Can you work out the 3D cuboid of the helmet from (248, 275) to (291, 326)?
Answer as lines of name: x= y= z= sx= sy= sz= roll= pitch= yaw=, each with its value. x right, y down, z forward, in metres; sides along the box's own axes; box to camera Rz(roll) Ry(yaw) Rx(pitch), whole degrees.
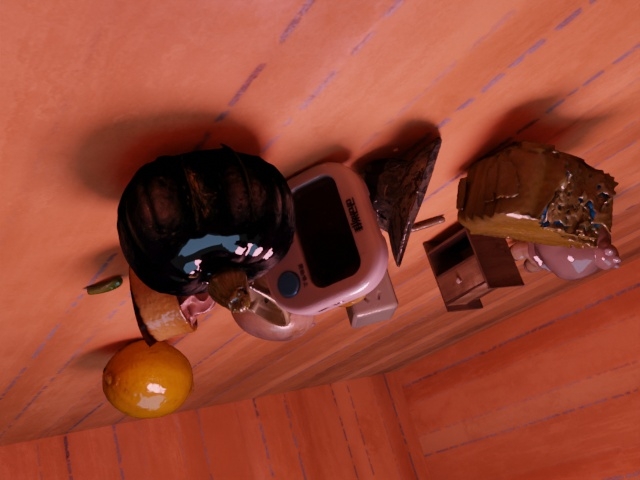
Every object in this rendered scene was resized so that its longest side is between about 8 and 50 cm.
helmet: x=-0.140 y=0.078 z=1.525 sx=0.204 sy=0.137 sz=0.257 roll=13 pitch=155 yaw=41

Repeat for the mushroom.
mushroom: x=-0.122 y=0.167 z=1.726 sx=0.226 sy=0.178 sz=0.226 roll=9 pitch=-165 yaw=-2

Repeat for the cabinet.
cabinet: x=0.412 y=0.063 z=1.818 sx=0.148 sy=0.215 sz=0.175 roll=-3 pitch=156 yaw=-35

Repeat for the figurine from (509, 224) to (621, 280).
figurine: x=0.702 y=0.015 z=1.975 sx=0.203 sy=0.248 sz=0.380 roll=-31 pitch=177 yaw=-18

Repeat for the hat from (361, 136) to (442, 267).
hat: x=0.138 y=-0.088 z=1.297 sx=0.128 sy=0.265 sz=0.265 roll=17 pitch=165 yaw=13

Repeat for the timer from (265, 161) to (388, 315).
timer: x=0.000 y=0.000 z=1.234 sx=0.237 sy=0.262 sz=0.087 roll=-24 pitch=160 yaw=20

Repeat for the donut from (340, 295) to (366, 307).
donut: x=0.023 y=0.040 z=1.420 sx=0.128 sy=0.209 sz=0.261 roll=-3 pitch=167 yaw=-20

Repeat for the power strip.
power strip: x=0.144 y=0.179 z=2.025 sx=0.139 sy=0.140 sz=0.224 roll=-16 pitch=161 yaw=-6

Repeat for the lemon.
lemon: x=-0.507 y=0.408 z=1.961 sx=0.236 sy=0.236 sz=0.263 roll=-21 pitch=145 yaw=11

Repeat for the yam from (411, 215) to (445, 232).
yam: x=0.265 y=-0.039 z=1.710 sx=0.116 sy=0.021 sz=0.021 roll=-16 pitch=160 yaw=0

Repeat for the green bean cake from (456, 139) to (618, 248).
green bean cake: x=0.466 y=-0.101 z=1.368 sx=0.310 sy=0.202 sz=0.285 roll=12 pitch=175 yaw=-12

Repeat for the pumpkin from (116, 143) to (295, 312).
pumpkin: x=-0.173 y=0.000 z=1.081 sx=0.295 sy=0.296 sz=0.296 roll=-15 pitch=160 yaw=-6

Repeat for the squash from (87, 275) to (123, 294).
squash: x=-0.476 y=0.102 z=1.469 sx=0.089 sy=0.027 sz=0.027 roll=-20 pitch=160 yaw=14

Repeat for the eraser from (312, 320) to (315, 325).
eraser: x=-0.089 y=0.319 z=2.376 sx=0.103 sy=0.023 sz=0.150 roll=-7 pitch=158 yaw=-25

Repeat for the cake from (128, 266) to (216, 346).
cake: x=-0.291 y=0.106 z=1.387 sx=0.178 sy=0.185 sz=0.208 roll=-10 pitch=137 yaw=-8
